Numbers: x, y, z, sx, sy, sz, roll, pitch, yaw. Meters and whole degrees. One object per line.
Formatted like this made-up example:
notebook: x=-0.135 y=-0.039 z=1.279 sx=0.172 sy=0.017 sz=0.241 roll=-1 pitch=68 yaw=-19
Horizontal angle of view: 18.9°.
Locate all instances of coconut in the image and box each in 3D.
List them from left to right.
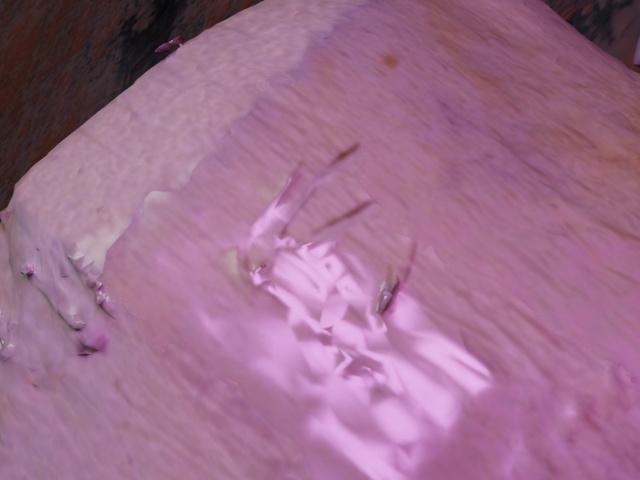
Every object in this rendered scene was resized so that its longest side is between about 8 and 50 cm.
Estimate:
coconut: x=0.034 y=0.080 z=0.575 sx=0.297 sy=0.254 sz=0.297 roll=-40 pitch=-12 yaw=-11

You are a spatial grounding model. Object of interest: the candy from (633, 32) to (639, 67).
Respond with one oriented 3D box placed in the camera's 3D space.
candy: x=0.238 y=-0.145 z=0.750 sx=0.155 sy=0.116 sz=0.265 roll=-16 pitch=40 yaw=50
